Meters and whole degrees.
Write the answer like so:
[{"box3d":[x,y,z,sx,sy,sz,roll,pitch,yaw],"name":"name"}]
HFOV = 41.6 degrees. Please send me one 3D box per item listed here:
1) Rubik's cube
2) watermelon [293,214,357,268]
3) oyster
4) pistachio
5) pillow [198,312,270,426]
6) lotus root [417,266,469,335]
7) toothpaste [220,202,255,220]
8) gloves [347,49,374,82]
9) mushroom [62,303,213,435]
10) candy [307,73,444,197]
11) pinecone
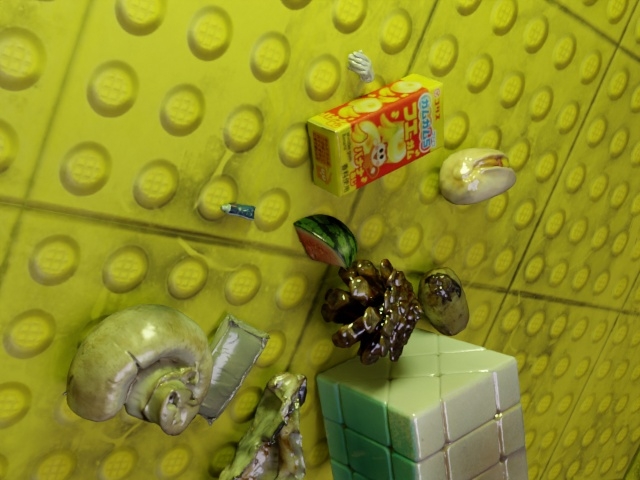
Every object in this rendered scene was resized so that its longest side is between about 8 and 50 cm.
[{"box3d":[0.221,0.410,1.822,0.319,0.322,0.316,-20,110,-34],"name":"Rubik's cube"},{"box3d":[0.000,0.000,1.632,0.135,0.125,0.094,27,127,-20],"name":"watermelon"},{"box3d":[-0.113,0.427,1.710,0.198,0.133,0.337,8,105,-42],"name":"oyster"},{"box3d":[0.332,-0.138,1.817,0.200,0.117,0.145,-14,160,-45],"name":"pistachio"},{"box3d":[-0.187,0.246,1.595,0.119,0.053,0.208,36,87,-43],"name":"pillow"},{"box3d":[0.281,0.141,1.938,0.110,0.097,0.258,-39,142,-9],"name":"lotus root"},{"box3d":[-0.145,-0.053,1.493,0.083,0.019,0.027,9,90,-49],"name":"toothpaste"},{"box3d":[0.079,-0.317,1.539,0.081,0.037,0.044,31,55,-42],"name":"gloves"},{"box3d":[-0.279,0.203,1.388,0.254,0.195,0.189,-3,111,-45],"name":"mushroom"},{"box3d":[0.109,-0.201,1.591,0.276,0.088,0.146,-27,127,-31],"name":"candy"},{"box3d":[0.101,0.144,1.697,0.202,0.201,0.229,-42,138,-22],"name":"pinecone"}]
